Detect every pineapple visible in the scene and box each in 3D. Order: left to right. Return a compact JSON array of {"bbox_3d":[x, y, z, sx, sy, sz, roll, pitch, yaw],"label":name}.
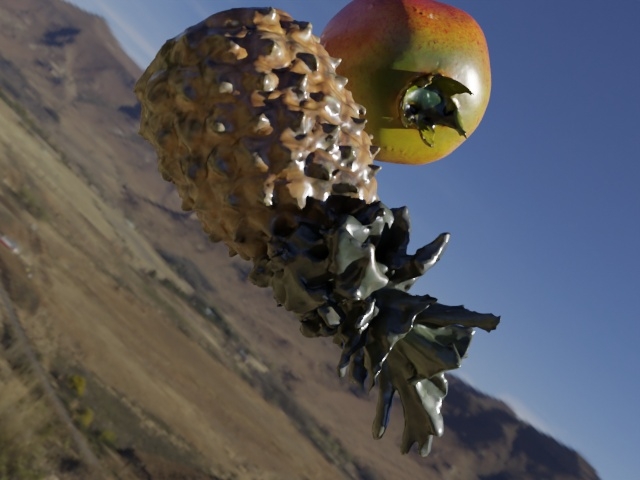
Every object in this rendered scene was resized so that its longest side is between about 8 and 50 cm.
[{"bbox_3d":[0.000,0.000,0.629,0.340,0.169,0.169,60,-1,12],"label":"pineapple"}]

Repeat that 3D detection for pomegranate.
[{"bbox_3d":[0.102,-0.191,1.058,0.221,0.221,0.256,48,9,-26],"label":"pomegranate"}]
